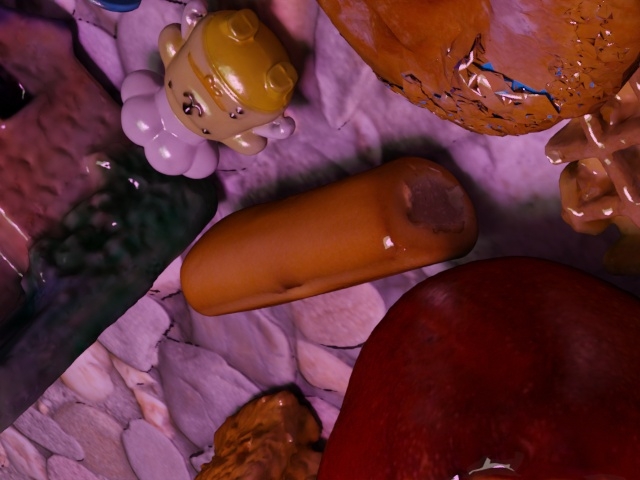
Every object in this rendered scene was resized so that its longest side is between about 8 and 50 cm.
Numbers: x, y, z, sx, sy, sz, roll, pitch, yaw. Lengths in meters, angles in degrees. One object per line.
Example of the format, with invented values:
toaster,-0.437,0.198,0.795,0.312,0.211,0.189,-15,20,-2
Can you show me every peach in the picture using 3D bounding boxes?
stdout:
peach,0.115,0.125,0.667,0.275,0.248,0.245,104,151,-60

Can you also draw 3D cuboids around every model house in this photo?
model house,-0.292,-0.016,0.846,0.280,0.312,0.245,50,145,-12

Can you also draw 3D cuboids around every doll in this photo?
doll,-0.076,-0.095,0.775,0.106,0.062,0.162,54,143,-6

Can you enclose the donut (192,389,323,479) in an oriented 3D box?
donut,0.046,0.356,1.018,0.435,0.163,0.378,26,141,20

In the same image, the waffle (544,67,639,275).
waffle,0.226,-0.044,0.556,0.249,0.056,0.253,37,141,8

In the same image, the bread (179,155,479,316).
bread,0.000,0.000,0.780,0.239,0.092,0.074,-17,80,48

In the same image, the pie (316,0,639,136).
pie,0.043,-0.149,0.549,0.273,0.069,0.273,48,170,11

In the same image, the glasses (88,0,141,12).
glasses,-0.132,-0.260,0.649,0.239,0.102,0.207,32,110,-10
